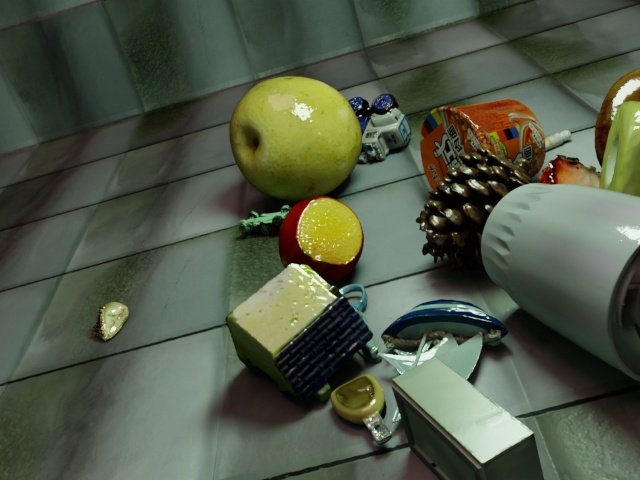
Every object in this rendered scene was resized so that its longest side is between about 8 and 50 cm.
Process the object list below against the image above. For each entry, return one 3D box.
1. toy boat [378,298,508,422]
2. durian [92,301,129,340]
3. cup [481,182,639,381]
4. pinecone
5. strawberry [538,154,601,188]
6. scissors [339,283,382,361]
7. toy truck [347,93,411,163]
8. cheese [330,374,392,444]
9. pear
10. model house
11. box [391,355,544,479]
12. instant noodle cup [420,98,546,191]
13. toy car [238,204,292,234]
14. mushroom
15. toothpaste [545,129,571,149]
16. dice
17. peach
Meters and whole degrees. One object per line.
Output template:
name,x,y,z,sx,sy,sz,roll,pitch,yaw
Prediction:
toy boat,0.170,0.192,1.336,0.210,0.070,0.291,8,38,47
durian,-0.478,0.186,1.808,0.066,0.052,0.130,23,33,-5
cup,0.440,0.040,1.254,0.253,0.253,0.371,-25,25,-15
pinecone,0.315,-0.056,1.564,0.272,0.224,0.224,-43,29,-2
strawberry,0.492,-0.053,1.571,0.111,0.190,0.236,-49,12,45
scissors,0.060,0.159,1.514,0.125,0.030,0.256,-25,26,-7
toy truck,0.145,-0.304,2.284,0.213,0.161,0.177,1,50,33
cheese,0.074,0.273,1.267,0.086,0.036,0.162,-23,25,-8
pear,-0.065,-0.267,2.109,0.348,0.348,0.348,-14,25,7
model house,-0.023,0.179,1.424,0.194,0.170,0.211,-38,58,-25
box,0.195,0.272,1.082,0.086,0.130,0.225,-26,26,-15
instant noodle cup,0.377,-0.208,1.827,0.192,0.250,0.250,-21,24,-25
toy car,-0.135,-0.046,2.025,0.143,0.054,0.073,-8,25,28
mushroom,0.682,-0.202,1.642,0.267,0.254,0.267,2,56,-3
toothpaste,0.539,-0.230,1.998,0.190,0.031,0.048,-24,29,-7
dice,0.631,-0.123,1.408,0.233,0.227,0.238,8,11,10
peach,0.000,0.000,1.691,0.190,0.190,0.192,-19,7,-3
